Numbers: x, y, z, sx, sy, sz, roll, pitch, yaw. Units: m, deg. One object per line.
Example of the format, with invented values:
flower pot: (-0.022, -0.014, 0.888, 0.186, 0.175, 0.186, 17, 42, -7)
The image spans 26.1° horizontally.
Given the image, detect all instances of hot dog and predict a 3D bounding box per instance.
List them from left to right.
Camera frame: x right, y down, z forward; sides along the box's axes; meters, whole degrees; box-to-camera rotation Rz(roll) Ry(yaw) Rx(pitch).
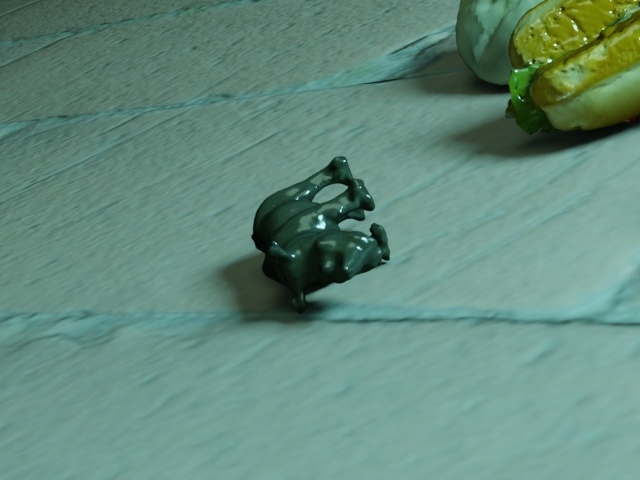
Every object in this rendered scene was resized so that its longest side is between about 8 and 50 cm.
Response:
hot dog: (0.215, -0.132, 0.783, 0.250, 0.076, 0.104, -33, 40, 10)

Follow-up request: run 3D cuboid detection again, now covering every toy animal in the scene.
toy animal: (0.000, 0.000, 0.684, 0.065, 0.047, 0.135, -24, 20, -4)

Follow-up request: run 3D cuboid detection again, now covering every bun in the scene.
bun: (0.174, -0.178, 0.953, 0.183, 0.102, 0.183, -17, 20, 7)
